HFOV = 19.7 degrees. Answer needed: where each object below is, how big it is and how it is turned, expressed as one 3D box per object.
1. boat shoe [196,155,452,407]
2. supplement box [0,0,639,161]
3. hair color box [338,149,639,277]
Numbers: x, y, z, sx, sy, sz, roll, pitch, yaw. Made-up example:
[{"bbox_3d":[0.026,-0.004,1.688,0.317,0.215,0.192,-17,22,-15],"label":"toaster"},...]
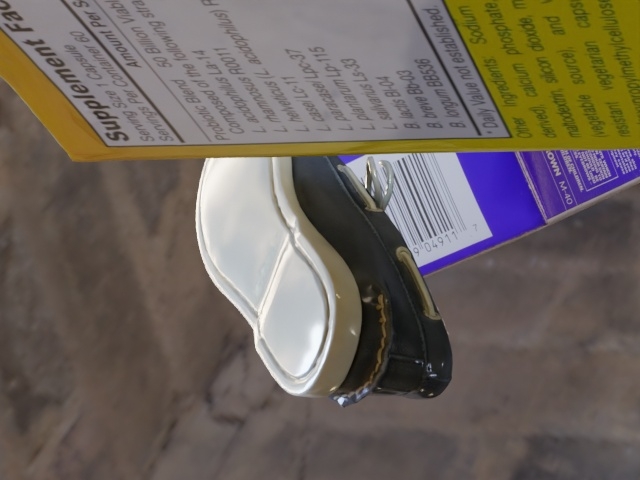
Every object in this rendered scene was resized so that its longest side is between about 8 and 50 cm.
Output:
[{"bbox_3d":[0.000,0.000,0.953,0.079,0.254,0.095,14,110,-24],"label":"boat shoe"},{"bbox_3d":[0.050,-0.155,0.614,0.357,0.195,0.194,0,157,18],"label":"supplement box"},{"bbox_3d":[0.147,-0.064,1.290,0.185,0.339,0.110,-24,87,37],"label":"hair color box"}]
